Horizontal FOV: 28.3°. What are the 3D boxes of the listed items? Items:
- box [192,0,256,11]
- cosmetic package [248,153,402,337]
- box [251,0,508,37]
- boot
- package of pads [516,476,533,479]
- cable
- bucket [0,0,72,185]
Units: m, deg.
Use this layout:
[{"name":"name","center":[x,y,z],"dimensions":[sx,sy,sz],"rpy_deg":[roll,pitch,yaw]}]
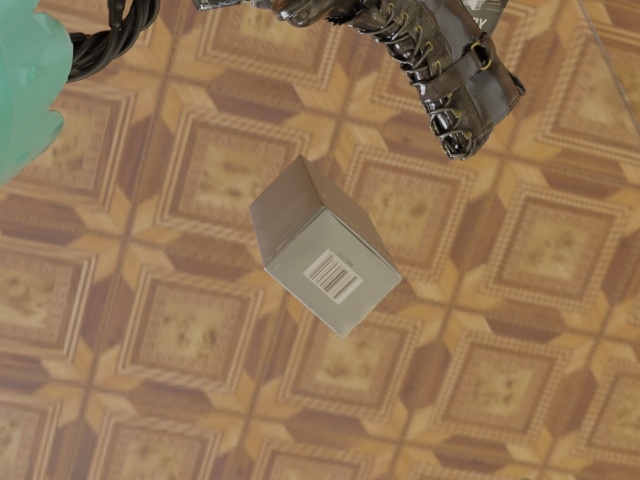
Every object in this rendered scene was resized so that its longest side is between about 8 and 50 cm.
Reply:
[{"name":"box","center":[-0.047,-0.281,1.008],"dimensions":[0.184,0.045,0.191],"rpy_deg":[-8,133,19]},{"name":"cosmetic package","center":[0.000,0.000,1.443],"dimensions":[0.127,0.238,0.107],"rpy_deg":[41,101,-19]},{"name":"box","center":[0.092,-0.359,1.441],"dimensions":[0.307,0.077,0.242],"rpy_deg":[4,138,-16]},{"name":"boot","center":[0.091,-0.179,1.201],"dimensions":[0.091,0.263,0.229],"rpy_deg":[-17,103,47]},{"name":"package of pads","center":[0.040,0.173,0.336],"dimensions":[0.229,0.296,0.101],"rpy_deg":[-26,96,-12]},{"name":"cable","center":[-0.223,-0.205,1.063],"dimensions":[0.150,0.047,0.184],"rpy_deg":[48,69,-17]},{"name":"bucket","center":[-0.283,-0.093,0.621],"dimensions":[0.281,0.183,0.281],"rpy_deg":[18,132,20]}]
